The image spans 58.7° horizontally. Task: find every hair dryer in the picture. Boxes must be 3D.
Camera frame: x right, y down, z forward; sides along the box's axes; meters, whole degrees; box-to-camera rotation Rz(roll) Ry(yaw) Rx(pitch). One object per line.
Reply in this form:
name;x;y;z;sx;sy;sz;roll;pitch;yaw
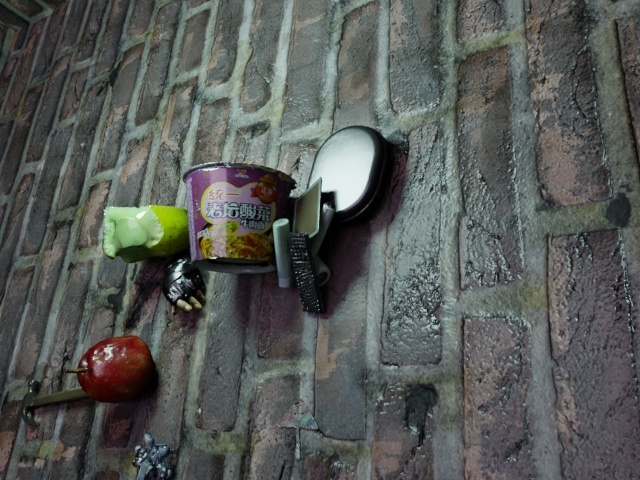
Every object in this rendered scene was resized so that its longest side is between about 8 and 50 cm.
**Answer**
hair dryer;0.000;0.000;1.565;0.131;0.073;0.236;46;123;38

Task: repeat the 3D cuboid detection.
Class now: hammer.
hammer;-0.893;0.540;1.986;0.440;0.044;0.168;-18;59;27

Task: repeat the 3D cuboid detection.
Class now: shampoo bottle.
shampoo bottle;-0.105;0.039;1.584;0.041;0.069;0.190;2;109;11

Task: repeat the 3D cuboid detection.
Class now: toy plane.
toy plane;-0.505;0.688;1.632;0.169;0.078;0.246;17;79;37

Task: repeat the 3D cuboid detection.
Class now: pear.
pear;-0.550;-0.018;1.907;0.282;0.286;0.176;-3;85;8

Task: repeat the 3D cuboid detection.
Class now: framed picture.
framed picture;-0.037;-0.069;1.569;0.142;0.011;0.183;-38;40;46

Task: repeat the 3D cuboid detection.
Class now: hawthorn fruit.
hawthorn fruit;-0.651;0.403;1.752;0.230;0.266;0.210;-3;86;37

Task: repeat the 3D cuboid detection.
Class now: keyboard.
keyboard;-0.041;0.090;1.535;0.072;0.023;0.231;2;109;41

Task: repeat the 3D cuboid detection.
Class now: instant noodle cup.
instant noodle cup;-0.240;-0.051;1.655;0.340;0.340;0.266;-8;73;31

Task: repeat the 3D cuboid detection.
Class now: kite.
kite;-0.062;0.484;1.472;0.137;0.005;0.152;-8;65;34

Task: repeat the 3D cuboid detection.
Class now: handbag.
handbag;0.078;-0.185;1.631;0.254;0.093;0.308;4;72;37

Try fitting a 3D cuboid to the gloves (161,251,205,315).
gloves;-0.439;0.150;1.817;0.164;0.124;0.203;-56;34;13
